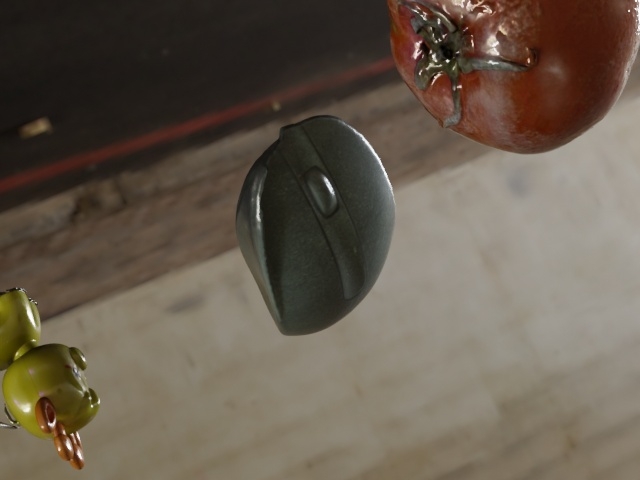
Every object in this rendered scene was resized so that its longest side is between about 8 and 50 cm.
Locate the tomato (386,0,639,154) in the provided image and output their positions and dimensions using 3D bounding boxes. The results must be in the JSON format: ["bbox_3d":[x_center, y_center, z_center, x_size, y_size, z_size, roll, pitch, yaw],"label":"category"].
[{"bbox_3d":[0.166,-0.184,1.341,0.189,0.232,0.232,-31,177,-23],"label":"tomato"}]

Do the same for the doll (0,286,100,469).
[{"bbox_3d":[-0.330,0.165,1.857,0.135,0.221,0.143,-30,159,-6],"label":"doll"}]

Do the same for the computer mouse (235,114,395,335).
[{"bbox_3d":[0.003,0.001,1.950,0.203,0.114,0.374,-38,151,-15],"label":"computer mouse"}]
